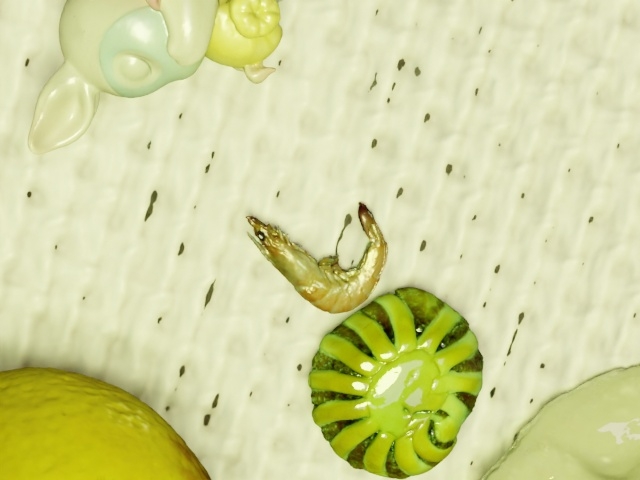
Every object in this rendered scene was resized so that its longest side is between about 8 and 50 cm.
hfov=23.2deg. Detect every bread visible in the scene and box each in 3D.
[{"bbox_3d":[0.059,0.108,1.154,0.139,0.071,0.130,-44,99,1],"label":"bread"}]

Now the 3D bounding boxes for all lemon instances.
[{"bbox_3d":[-0.183,0.209,1.038,0.267,0.267,0.267,-2,100,-9],"label":"lemon"}]

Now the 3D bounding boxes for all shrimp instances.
[{"bbox_3d":[0.000,0.000,1.149,0.114,0.023,0.083,39,90,-19],"label":"shrimp"}]

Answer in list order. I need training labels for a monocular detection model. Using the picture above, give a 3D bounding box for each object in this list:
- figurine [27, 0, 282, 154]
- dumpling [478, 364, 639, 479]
[{"bbox_3d":[-0.106,-0.157,1.058,0.155,0.127,0.235,14,103,-21],"label":"figurine"},{"bbox_3d":[0.302,0.237,1.178,0.395,0.233,0.315,15,66,2],"label":"dumpling"}]
